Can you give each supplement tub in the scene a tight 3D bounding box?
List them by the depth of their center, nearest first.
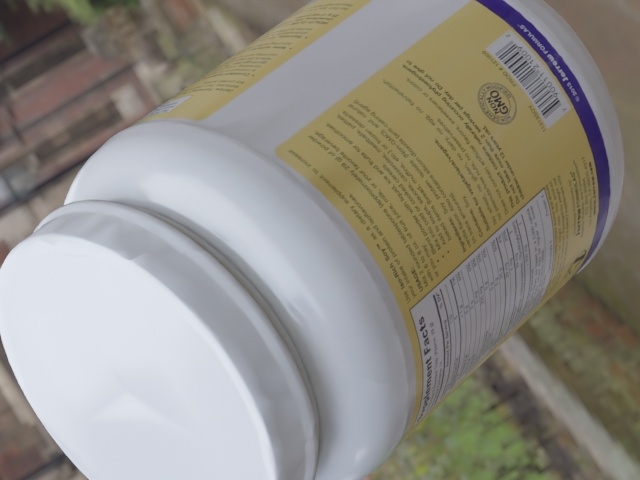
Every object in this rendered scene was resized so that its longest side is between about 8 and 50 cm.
[{"bbox_3d":[0.000,0.000,1.071,0.241,0.331,0.241,27,137,28],"label":"supplement tub"}]
